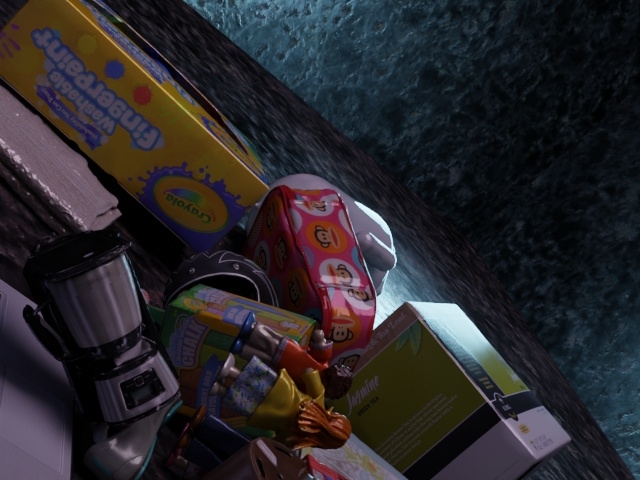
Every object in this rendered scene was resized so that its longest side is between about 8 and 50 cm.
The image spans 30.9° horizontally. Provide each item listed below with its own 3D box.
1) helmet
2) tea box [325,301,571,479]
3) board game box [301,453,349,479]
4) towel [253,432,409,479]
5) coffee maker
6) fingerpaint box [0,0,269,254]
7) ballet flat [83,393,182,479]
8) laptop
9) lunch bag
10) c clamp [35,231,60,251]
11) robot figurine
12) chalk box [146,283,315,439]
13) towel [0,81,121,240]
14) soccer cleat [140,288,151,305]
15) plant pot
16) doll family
[{"bbox_3d":[-0.134,0.094,1.563,0.161,0.169,0.169,67,18,11],"label":"helmet"},{"bbox_3d":[0.211,0.288,1.935,0.323,0.220,0.329,52,14,17],"label":"tea box"},{"bbox_3d":[0.087,0.371,1.366,0.281,0.027,0.145,38,19,-26],"label":"board game box"},{"bbox_3d":[0.058,0.387,1.477,0.374,0.090,0.320,42,17,-19],"label":"towel"},{"bbox_3d":[-0.224,0.085,1.203,0.171,0.120,0.178,-111,-177,-73],"label":"coffee maker"},{"bbox_3d":[-0.299,-0.215,1.857,0.445,0.163,0.371,43,7,-14],"label":"fingerpaint box"},{"bbox_3d":[-0.202,0.198,1.253,0.068,0.072,0.213,41,14,-5],"label":"ballet flat"},{"bbox_3d":[-0.319,0.014,1.069,0.408,0.236,0.382,40,15,-26],"label":"laptop"},{"bbox_3d":[-0.032,0.089,1.734,0.120,0.258,0.293,3,47,-26],"label":"lunch bag"},{"bbox_3d":[-0.308,0.041,1.496,0.160,0.022,0.137,38,21,-38],"label":"c clamp"},{"bbox_3d":[0.000,0.000,2.157,0.300,0.200,0.353,6,-16,38],"label":"robot figurine"},{"bbox_3d":[-0.132,0.140,1.424,0.213,0.132,0.132,16,11,7],"label":"chalk box"},{"bbox_3d":[-0.397,-0.114,1.600,0.282,0.049,0.187,45,13,-7],"label":"towel"},{"bbox_3d":[-0.244,0.087,1.535,0.035,0.029,0.083,43,18,-32],"label":"soccer cleat"},{"bbox_3d":[-0.080,0.294,1.144,0.167,0.165,0.167,44,14,-14],"label":"plant pot"},{"bbox_3d":[-0.060,0.219,1.253,0.163,0.263,0.118,29,21,-4],"label":"doll family"}]
